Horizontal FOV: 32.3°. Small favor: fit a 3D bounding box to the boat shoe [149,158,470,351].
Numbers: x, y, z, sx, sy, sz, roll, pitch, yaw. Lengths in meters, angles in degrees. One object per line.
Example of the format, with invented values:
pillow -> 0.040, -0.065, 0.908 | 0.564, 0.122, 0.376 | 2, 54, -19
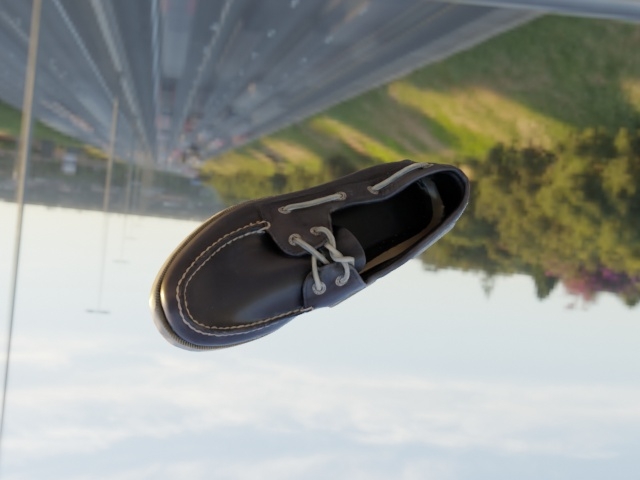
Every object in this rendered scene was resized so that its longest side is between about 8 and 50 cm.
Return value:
boat shoe -> 0.000, 0.000, 0.619 | 0.206, 0.075, 0.065 | -24, -178, -33
